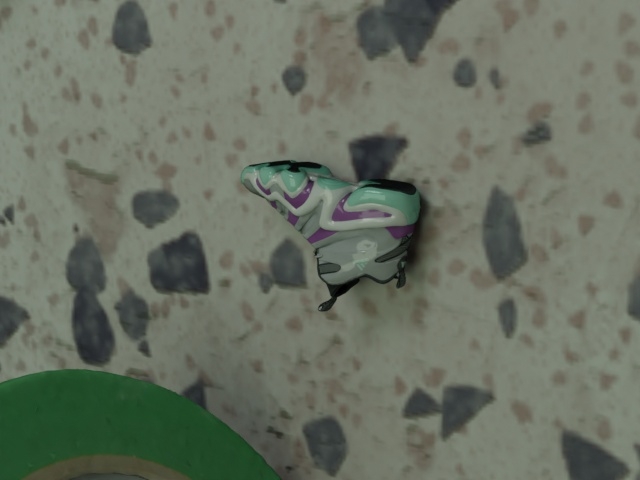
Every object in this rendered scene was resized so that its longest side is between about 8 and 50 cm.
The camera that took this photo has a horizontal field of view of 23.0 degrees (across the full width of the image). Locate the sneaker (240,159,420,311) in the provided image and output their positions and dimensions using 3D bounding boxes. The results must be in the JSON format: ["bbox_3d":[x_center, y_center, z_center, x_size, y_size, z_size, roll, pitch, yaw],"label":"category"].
[{"bbox_3d":[0.000,0.000,0.762,0.098,0.038,0.069,15,106,34],"label":"sneaker"}]

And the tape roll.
[{"bbox_3d":[-0.102,0.220,0.700,0.077,0.321,0.321,-24,84,37],"label":"tape roll"}]
